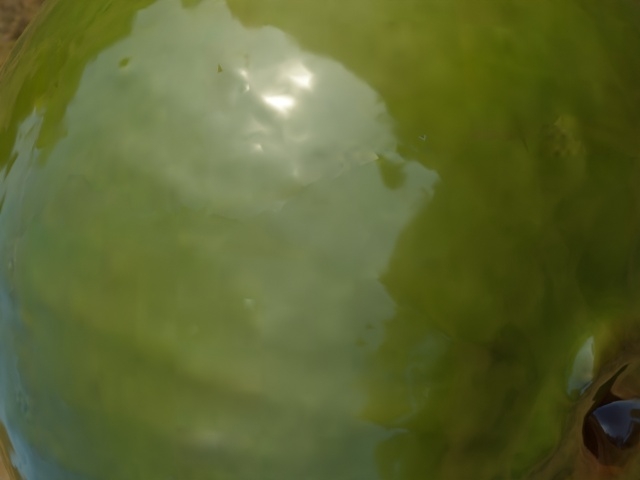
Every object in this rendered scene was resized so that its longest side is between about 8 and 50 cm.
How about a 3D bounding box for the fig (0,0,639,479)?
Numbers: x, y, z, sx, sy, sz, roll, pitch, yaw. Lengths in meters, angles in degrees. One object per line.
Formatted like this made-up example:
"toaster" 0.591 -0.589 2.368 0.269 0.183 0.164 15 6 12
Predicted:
"fig" 0.000 0.000 0.546 0.316 0.316 0.316 31 137 34
